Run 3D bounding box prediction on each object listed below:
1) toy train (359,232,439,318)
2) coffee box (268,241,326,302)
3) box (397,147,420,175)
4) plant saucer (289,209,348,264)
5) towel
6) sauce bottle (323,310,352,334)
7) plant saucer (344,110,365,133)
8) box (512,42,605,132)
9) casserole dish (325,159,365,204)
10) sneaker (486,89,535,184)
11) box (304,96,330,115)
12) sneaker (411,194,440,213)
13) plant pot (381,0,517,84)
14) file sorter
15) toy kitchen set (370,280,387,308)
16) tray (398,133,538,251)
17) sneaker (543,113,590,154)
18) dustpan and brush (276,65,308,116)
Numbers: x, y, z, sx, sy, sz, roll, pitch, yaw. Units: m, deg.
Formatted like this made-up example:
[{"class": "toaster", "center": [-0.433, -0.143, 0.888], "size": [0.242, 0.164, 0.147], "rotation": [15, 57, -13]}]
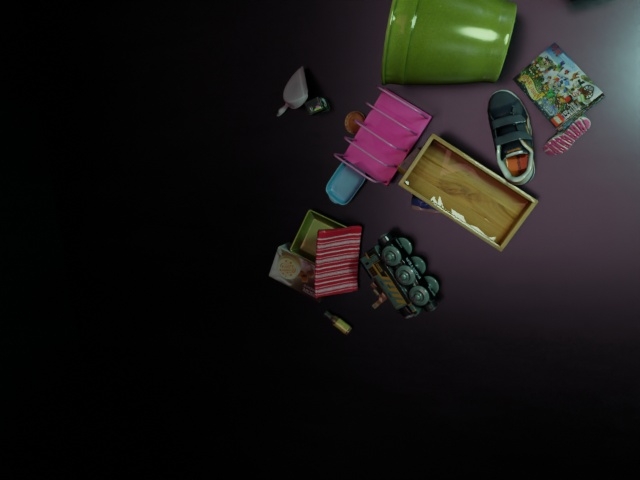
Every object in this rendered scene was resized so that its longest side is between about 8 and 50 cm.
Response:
[{"class": "toy train", "center": [0.294, 0.136, 2.001], "size": [0.190, 0.142, 0.333], "rotation": [-36, 88, 39]}, {"class": "coffee box", "center": [-0.068, 0.127, 2.177], "size": [0.247, 0.098, 0.141], "rotation": [27, 112, 17]}, {"class": "box", "center": [0.372, -0.232, 1.894], "size": [0.179, 0.043, 0.105], "rotation": [43, 79, 12]}, {"class": "plant saucer", "center": [0.000, 0.000, 2.124], "size": [0.188, 0.045, 0.188], "rotation": [26, 92, 17]}, {"class": "towel", "center": [0.069, 0.080, 2.062], "size": [0.031, 0.199, 0.274], "rotation": [27, 118, 56]}, {"class": "sauce bottle", "center": [0.070, 0.336, 2.197], "size": [0.128, 0.042, 0.042], "rotation": [37, 115, 15]}, {"class": "plant saucer", "center": [0.131, -0.439, 1.999], "size": [0.084, 0.013, 0.083], "rotation": [6, 104, 23]}, {"class": "box", "center": [0.729, -0.471, 1.651], "size": [0.159, 0.044, 0.233], "rotation": [-42, 61, 26]}, {"class": "casserole dish", "center": [0.101, -0.224, 2.051], "size": [0.114, 0.037, 0.188], "rotation": [41, 116, 11]}, {"class": "sneaker", "center": [0.621, -0.336, 1.737], "size": [0.126, 0.127, 0.320], "rotation": [-17, 93, 28]}, {"class": "box", "center": [-0.011, -0.503, 2.009], "size": [0.062, 0.083, 0.052], "rotation": [-18, 94, 27]}, {"class": "sneaker", "center": [0.399, -0.148, 1.919], "size": [0.152, 0.058, 0.084], "rotation": [10, 115, 29]}, {"class": "plant pot", "center": [0.402, -0.641, 1.666], "size": [0.353, 0.366, 0.366], "rotation": [13, 108, 10]}, {"class": "file sorter", "center": [0.210, -0.364, 1.866], "size": [0.202, 0.182, 0.290], "rotation": [36, 107, 14]}, {"class": "toy kitchen set", "center": [0.209, 0.215, 2.087], "size": [0.083, 0.068, 0.075], "rotation": [49, 117, 8]}, {"class": "tray", "center": [0.489, -0.163, 1.804], "size": [0.411, 0.076, 0.202], "rotation": [34, 101, 3]}, {"class": "sneaker", "center": [0.781, -0.340, 1.700], "size": [0.063, 0.074, 0.170], "rotation": [34, 138, -5]}, {"class": "dustpan and brush", "center": [-0.112, -0.546, 2.052], "size": [0.211, 0.060, 0.147], "rotation": [-30, 56, 33]}]
